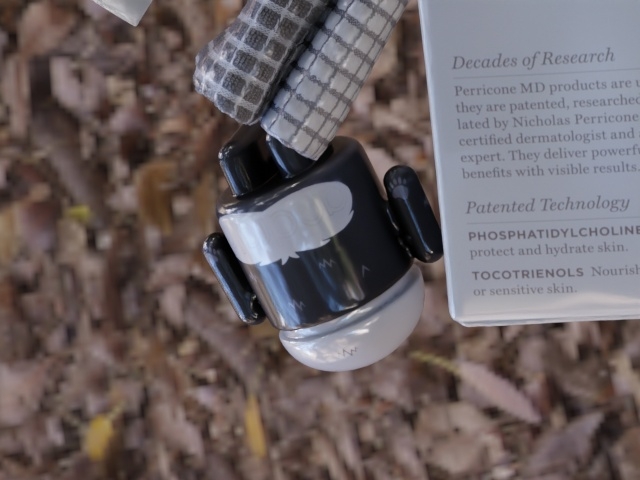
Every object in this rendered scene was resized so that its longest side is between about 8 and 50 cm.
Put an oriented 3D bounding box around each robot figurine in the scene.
[{"bbox_3d":[-0.001,0.000,2.058,0.209,0.173,0.278,1,121,60],"label":"robot figurine"}]

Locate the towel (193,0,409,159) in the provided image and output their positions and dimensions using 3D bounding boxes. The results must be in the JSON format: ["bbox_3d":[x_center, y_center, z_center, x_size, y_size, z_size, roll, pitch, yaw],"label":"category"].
[{"bbox_3d":[-0.002,-0.194,1.560,0.235,0.121,0.284,-61,5,4],"label":"towel"}]

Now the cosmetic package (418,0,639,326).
[{"bbox_3d":[0.288,-0.162,1.956,0.327,0.329,0.394,-3,111,13],"label":"cosmetic package"}]

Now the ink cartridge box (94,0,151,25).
[{"bbox_3d":[-0.174,-0.248,1.771,0.088,0.052,0.122,-58,23,3],"label":"ink cartridge box"}]
